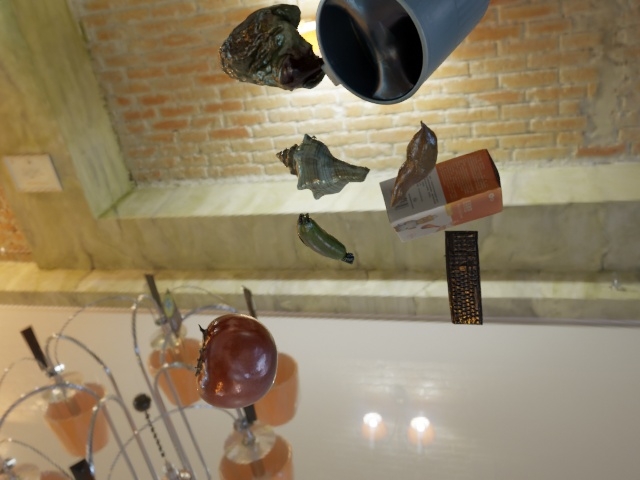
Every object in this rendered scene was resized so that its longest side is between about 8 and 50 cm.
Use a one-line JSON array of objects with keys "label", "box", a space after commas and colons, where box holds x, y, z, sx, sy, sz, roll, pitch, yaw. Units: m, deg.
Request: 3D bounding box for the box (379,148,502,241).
[{"label": "box", "box": [0.375, -0.132, 1.883, 0.341, 0.225, 0.143, -17, -110, 13]}]

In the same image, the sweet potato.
[{"label": "sweet potato", "box": [0.190, -0.144, 1.217, 0.068, 0.226, 0.068, 8, -132, -8]}]

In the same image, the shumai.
[{"label": "shumai", "box": [-0.115, -0.422, 1.493, 0.222, 0.204, 0.272, -25, 179, -20]}]

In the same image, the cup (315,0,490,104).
[{"label": "cup", "box": [0.176, -0.453, 1.303, 0.257, 0.331, 0.311, 35, -122, 13]}]

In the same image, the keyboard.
[{"label": "keyboard", "box": [0.350, 0.094, 1.513, 0.087, 0.250, 0.017, 0, -160, 21]}]

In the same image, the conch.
[{"label": "conch", "box": [-0.017, -0.157, 1.391, 0.114, 0.137, 0.234, -10, -137, -41]}]

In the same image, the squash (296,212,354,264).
[{"label": "squash", "box": [-0.002, -0.001, 1.788, 0.080, 0.318, 0.071, 26, -98, 37]}]

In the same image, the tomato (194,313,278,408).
[{"label": "tomato", "box": [-0.231, 0.324, 1.662, 0.224, 0.256, 0.256, 9, -156, -13]}]
